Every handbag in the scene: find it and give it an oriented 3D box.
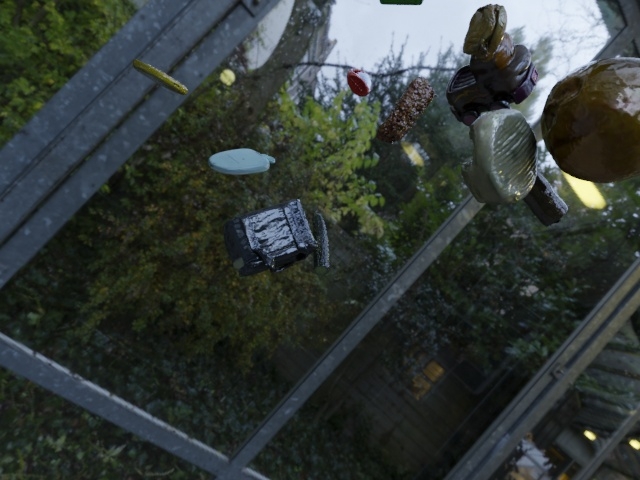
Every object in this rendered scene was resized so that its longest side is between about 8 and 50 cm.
[{"bbox_3d":[-0.145,0.005,1.278,0.181,0.254,0.181,69,-20,8],"label":"handbag"}]

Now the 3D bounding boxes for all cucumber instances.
[{"bbox_3d":[0.000,0.000,1.714,0.067,0.067,0.293,47,31,-44],"label":"cucumber"}]

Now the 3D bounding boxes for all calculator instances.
[{"bbox_3d":[-0.316,-0.325,1.787,0.184,0.295,0.042,36,-52,33],"label":"calculator"},{"bbox_3d":[-0.489,-0.495,1.327,0.235,0.032,0.146,33,6,40],"label":"calculator"}]

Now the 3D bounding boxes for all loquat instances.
[{"bbox_3d":[0.635,-0.266,0.946,0.284,0.276,0.276,-4,-19,14],"label":"loquat"}]

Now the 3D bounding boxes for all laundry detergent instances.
[{"bbox_3d":[0.132,-0.533,1.451,0.097,0.049,0.165,46,30,-15],"label":"laundry detergent"}]

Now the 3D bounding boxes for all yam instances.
[{"bbox_3d":[0.570,-0.108,1.129,0.127,0.084,0.084,47,-4,-3],"label":"yam"}]

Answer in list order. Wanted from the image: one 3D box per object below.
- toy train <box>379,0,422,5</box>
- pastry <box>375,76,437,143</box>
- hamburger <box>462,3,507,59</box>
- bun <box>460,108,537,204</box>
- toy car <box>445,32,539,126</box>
[{"bbox_3d":[0.340,-1.051,1.755,0.243,0.132,0.188,15,-24,26],"label":"toy train"},{"bbox_3d":[0.191,-0.279,0.957,0.063,0.169,0.087,36,4,16],"label":"pastry"},{"bbox_3d":[0.473,-0.600,1.259,0.083,0.147,0.138,11,13,-6],"label":"hamburger"},{"bbox_3d":[0.406,-0.187,1.012,0.237,0.210,0.116,48,-21,-28],"label":"bun"},{"bbox_3d":[0.605,-0.603,1.616,0.240,0.271,0.341,42,-30,-27],"label":"toy car"}]
